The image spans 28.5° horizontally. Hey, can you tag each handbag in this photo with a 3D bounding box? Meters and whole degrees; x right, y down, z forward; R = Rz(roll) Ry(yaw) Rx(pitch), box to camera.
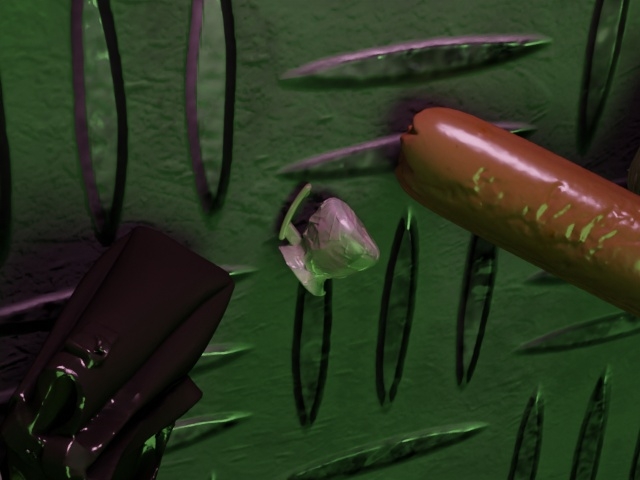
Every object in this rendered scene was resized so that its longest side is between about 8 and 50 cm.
[{"bbox_3d":[-0.173,0.153,0.880,0.113,0.257,0.285,28,111,1],"label":"handbag"}]

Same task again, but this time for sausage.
[{"bbox_3d":[0.190,-0.014,0.970,0.289,0.086,0.086,26,112,2],"label":"sausage"}]

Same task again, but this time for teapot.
[{"bbox_3d":[0.000,0.000,0.986,0.064,0.064,0.083,-37,99,9],"label":"teapot"}]

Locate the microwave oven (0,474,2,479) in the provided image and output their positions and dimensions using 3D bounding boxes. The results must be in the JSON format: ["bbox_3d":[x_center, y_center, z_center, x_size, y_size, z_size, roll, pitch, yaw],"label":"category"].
[{"bbox_3d":[-0.344,0.122,0.682,0.286,0.355,0.218,31,107,-40],"label":"microwave oven"}]

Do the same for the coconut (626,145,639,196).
[{"bbox_3d":[0.366,-0.042,1.046,0.224,0.224,0.234,15,116,-34],"label":"coconut"}]
